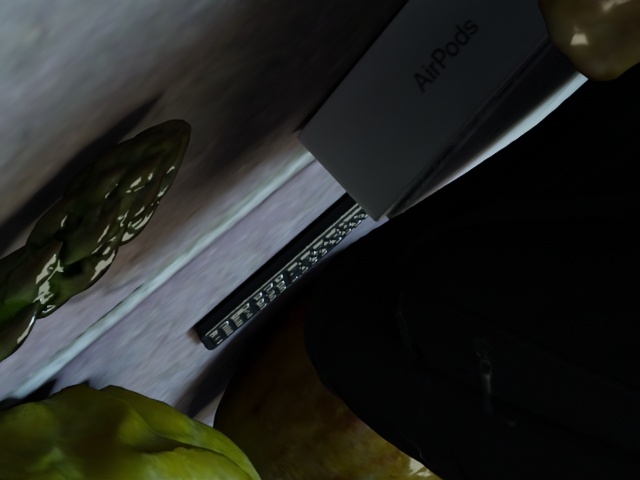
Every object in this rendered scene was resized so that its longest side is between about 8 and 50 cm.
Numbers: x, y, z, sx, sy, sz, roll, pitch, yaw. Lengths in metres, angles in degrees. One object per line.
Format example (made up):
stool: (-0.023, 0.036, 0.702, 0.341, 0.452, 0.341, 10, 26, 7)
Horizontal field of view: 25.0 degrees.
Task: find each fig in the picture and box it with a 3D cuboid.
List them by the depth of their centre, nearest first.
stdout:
fig: (-0.009, 0.115, 0.850, 0.274, 0.145, 0.170, -32, 173, 23)

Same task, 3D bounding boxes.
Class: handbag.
handbag: (0.147, -0.013, 0.443, 0.275, 0.088, 0.244, -41, -148, -16)

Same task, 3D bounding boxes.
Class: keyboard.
keyboard: (0.000, 0.000, 0.711, 0.155, 0.010, 0.053, -41, 171, -5)

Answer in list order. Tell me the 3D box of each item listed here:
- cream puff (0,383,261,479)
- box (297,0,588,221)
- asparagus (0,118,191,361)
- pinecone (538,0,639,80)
cream puff: (-0.119, 0.190, 0.568, 0.282, 0.185, 0.282, -42, 168, -11)
box: (0.074, -0.078, 0.551, 0.130, 0.051, 0.129, -49, 167, 30)
asparagus: (-0.119, 0.051, 0.419, 0.236, 0.027, 0.034, -45, 174, 16)
pinecone: (0.148, -0.105, 0.301, 0.229, 0.202, 0.201, -44, -157, 26)
